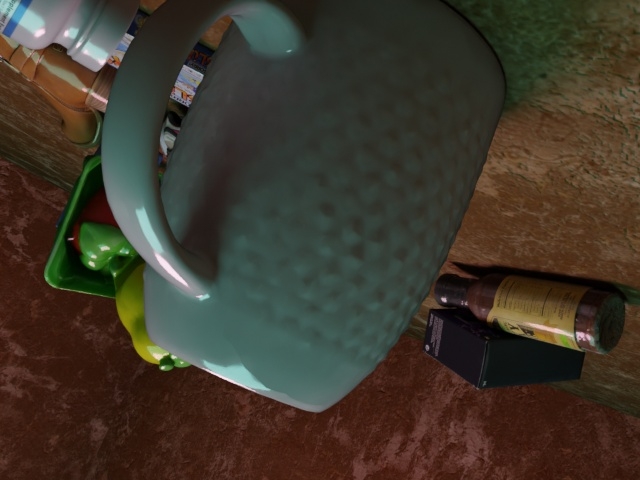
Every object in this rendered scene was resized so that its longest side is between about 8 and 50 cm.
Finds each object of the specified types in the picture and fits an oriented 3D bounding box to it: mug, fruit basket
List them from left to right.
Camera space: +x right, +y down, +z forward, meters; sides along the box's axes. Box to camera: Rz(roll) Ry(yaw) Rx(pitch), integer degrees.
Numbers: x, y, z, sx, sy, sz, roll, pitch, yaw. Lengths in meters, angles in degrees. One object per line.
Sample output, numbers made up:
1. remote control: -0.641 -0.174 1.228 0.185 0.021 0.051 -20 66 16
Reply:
1. fruit basket: -0.276 0.033 1.005 0.392 0.283 0.392 25 -170 -5
2. mug: -0.031 -0.045 0.486 0.276 0.328 0.374 17 167 29

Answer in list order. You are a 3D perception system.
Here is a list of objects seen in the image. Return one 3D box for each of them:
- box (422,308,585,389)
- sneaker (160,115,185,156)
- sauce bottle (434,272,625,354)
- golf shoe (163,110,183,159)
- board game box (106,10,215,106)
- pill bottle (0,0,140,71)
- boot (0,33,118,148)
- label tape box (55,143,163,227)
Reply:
1. box: 0.371 0.209 1.136 0.261 0.103 0.184 2 -166 -25
2. sneaker: -0.232 -0.146 1.013 0.091 0.094 0.258 14 167 18
3. sauce bottle: 0.361 0.117 1.025 0.111 0.111 0.344 31 167 -34
4. golf shoe: -0.150 -0.159 0.852 0.186 0.086 0.067 1 -161 7
5. board game box: -0.220 -0.239 0.714 0.201 0.035 0.136 26 168 -14
6. pill bottle: -0.291 -0.262 0.525 0.221 0.124 0.124 30 167 -34
7. boot: -0.424 -0.247 0.880 0.220 0.109 0.283 29 165 -34
8. label tape box: -0.470 -0.110 1.277 0.106 0.241 0.333 31 167 -32
